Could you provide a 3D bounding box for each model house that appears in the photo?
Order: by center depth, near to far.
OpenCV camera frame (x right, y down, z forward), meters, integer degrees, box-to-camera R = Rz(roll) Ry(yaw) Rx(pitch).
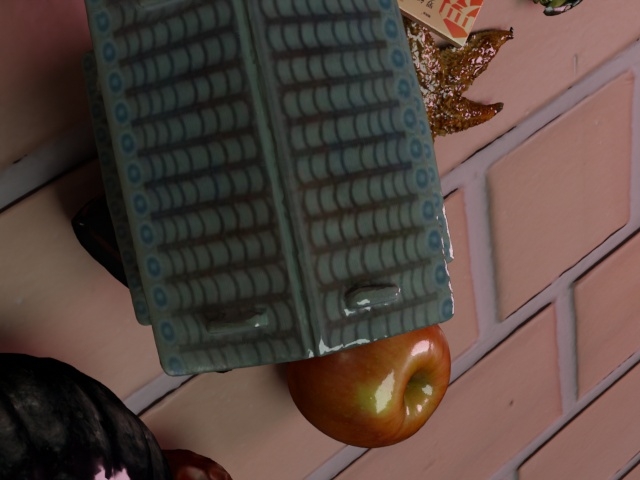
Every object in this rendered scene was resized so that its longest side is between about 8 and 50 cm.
[{"bbox_3d":[-0.031,-0.052,0.648,0.198,0.215,0.224,-11,92,-6],"label":"model house"}]

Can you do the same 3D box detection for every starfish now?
[{"bbox_3d":[0.103,-0.131,1.019,0.227,0.043,0.241,-17,131,-35],"label":"starfish"}]

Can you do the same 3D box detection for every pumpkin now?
[{"bbox_3d":[-0.226,0.236,0.786,0.295,0.296,0.296,-25,133,-30],"label":"pumpkin"}]

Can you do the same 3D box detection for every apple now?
[{"bbox_3d":[0.046,0.130,1.085,0.163,0.139,0.163,-20,119,-41],"label":"apple"}]

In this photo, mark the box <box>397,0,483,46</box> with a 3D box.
[{"bbox_3d":[0.096,-0.213,0.931,0.093,0.015,0.058,26,84,-21],"label":"box"}]

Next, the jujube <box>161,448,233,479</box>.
[{"bbox_3d":[-0.134,0.298,1.025,0.155,0.155,0.230,-36,146,-20],"label":"jujube"}]

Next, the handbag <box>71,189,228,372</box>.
[{"bbox_3d":[-0.057,-0.018,0.832,0.215,0.169,0.155,-42,-178,-8],"label":"handbag"}]

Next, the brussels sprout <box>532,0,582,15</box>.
[{"bbox_3d":[0.237,-0.258,1.048,0.085,0.058,0.085,-21,144,-16],"label":"brussels sprout"}]
